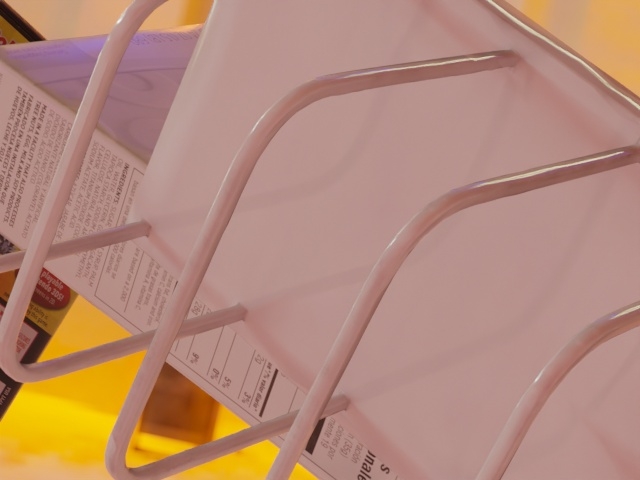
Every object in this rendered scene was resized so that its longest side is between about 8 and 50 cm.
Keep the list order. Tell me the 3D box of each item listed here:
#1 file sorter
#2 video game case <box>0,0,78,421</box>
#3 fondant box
[{"bbox_3d":[0.000,0.010,0.719,0.277,0.193,0.173,40,31,26],"label":"file sorter"},{"bbox_3d":[-0.242,-0.026,1.160,0.035,0.248,0.275,17,-19,44],"label":"video game case"},{"bbox_3d":[0.000,0.000,1.034,0.330,0.096,0.238,36,29,27],"label":"fondant box"}]
